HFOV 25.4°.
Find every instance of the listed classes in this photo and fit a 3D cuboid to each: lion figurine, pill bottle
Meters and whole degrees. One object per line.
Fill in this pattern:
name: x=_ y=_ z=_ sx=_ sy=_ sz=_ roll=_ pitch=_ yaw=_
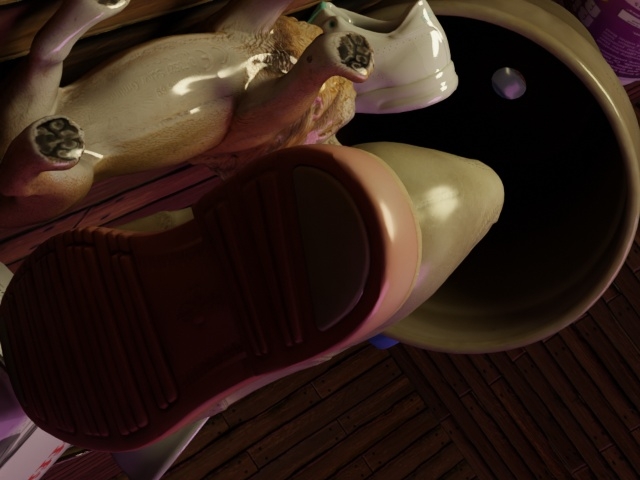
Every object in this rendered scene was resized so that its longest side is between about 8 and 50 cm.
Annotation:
lion figurine: x=-0.113 y=-0.080 z=0.910 sx=0.392 sy=0.142 sz=0.240 roll=-11 pitch=166 yaw=-38
pill bottle: x=0.332 y=-0.262 z=1.456 sx=0.169 sy=0.169 sz=0.301 roll=-34 pitch=172 yaw=-10

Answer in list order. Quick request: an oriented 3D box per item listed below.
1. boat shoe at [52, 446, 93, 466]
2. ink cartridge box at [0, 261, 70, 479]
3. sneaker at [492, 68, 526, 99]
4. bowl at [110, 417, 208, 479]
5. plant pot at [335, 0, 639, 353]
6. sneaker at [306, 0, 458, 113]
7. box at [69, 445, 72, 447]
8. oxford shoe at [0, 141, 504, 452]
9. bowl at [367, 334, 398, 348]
boat shoe: x=-0.398 y=0.279 z=1.752 sx=0.123 sy=0.123 sz=0.342 roll=-41 pitch=171 yaw=33
ink cartridge box: x=-0.349 y=0.165 z=1.002 sx=0.285 sy=0.166 sz=0.395 roll=-47 pitch=171 yaw=9
sneaker: x=0.169 y=-0.142 z=1.693 sx=0.131 sy=0.112 sz=0.319 roll=-38 pitch=171 yaw=-4
bowl: x=-0.199 y=0.192 z=1.912 sx=0.298 sy=0.134 sz=0.298 roll=-51 pitch=-179 yaw=1
plant pot: x=0.147 y=-0.103 z=1.302 sx=0.323 sy=0.323 sz=0.280 roll=-40 pitch=-173 yaw=33
sneaker: x=-0.002 y=-0.141 z=1.134 sx=0.212 sy=0.094 sz=0.080 roll=-12 pitch=-158 yaw=15
box: x=-0.336 y=0.203 z=1.512 sx=0.242 sy=0.076 sz=0.307 roll=-20 pitch=178 yaw=21
oxford shoe: x=-0.057 y=0.039 z=0.871 sx=0.147 sy=0.140 sz=0.397 roll=-14 pitch=178 yaw=-45
bowl: x=0.165 y=-0.029 z=1.982 sx=0.391 sy=0.077 sz=0.391 roll=-53 pitch=-173 yaw=10
